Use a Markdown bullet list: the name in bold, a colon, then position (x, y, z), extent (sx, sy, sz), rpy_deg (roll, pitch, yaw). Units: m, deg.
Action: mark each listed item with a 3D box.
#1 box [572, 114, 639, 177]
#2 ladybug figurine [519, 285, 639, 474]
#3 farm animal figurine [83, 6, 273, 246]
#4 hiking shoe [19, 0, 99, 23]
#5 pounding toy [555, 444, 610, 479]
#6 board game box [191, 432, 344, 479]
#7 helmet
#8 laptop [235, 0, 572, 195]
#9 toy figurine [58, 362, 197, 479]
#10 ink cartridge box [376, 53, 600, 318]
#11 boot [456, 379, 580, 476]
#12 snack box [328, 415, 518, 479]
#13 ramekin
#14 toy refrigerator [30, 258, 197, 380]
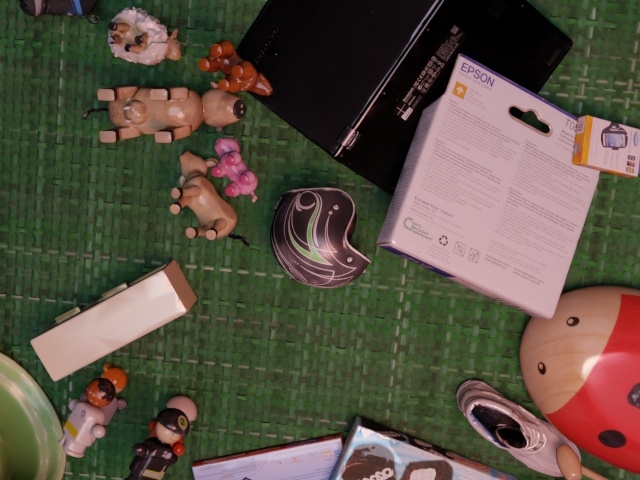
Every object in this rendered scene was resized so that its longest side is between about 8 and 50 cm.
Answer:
- **box**: position (0.483, -0.154, 1.567), extent (0.136, 0.028, 0.081), rpy_deg (11, 85, -26)
- **ladybug figurine**: position (0.554, 0.255, 1.596), extent (0.449, 0.162, 0.305), rpy_deg (26, 100, -2)
- **farm animal figurine**: position (-0.219, -0.188, 1.567), extent (0.326, 0.172, 0.331), rpy_deg (20, 109, 12)
- **hiking shoe**: position (-0.427, -0.516, 1.558), extent (0.132, 0.113, 0.304), rpy_deg (2, 95, -28)
- **pounding toy**: position (0.443, 0.492, 1.614), extent (0.154, 0.154, 0.270), rpy_deg (-9, 126, 5)
- **board game box**: position (-0.083, 0.450, 1.732), extent (0.281, 0.027, 0.145), rpy_deg (-12, 98, 5)
- **helmet**: position (0.000, 0.000, 1.582), extent (0.169, 0.169, 0.162), rpy_deg (1, 84, 3)
- **laptop**: position (0.129, -0.308, 1.593), extent (0.407, 0.236, 0.382), rpy_deg (29, 102, -31)
- **toy figurine**: position (-0.327, 0.313, 1.631), extent (0.209, 0.213, 0.148), rpy_deg (29, 91, 0)
- **ink cartridge box**: position (0.287, -0.082, 1.533), extent (0.324, 0.071, 0.330), rpy_deg (25, 78, -20)
- **boot**: position (0.349, 0.346, 1.642), extent (0.258, 0.123, 0.095), rpy_deg (32, 100, -3)
- **snack box**: position (0.177, 0.460, 1.689), extent (0.321, 0.060, 0.187), rpy_deg (22, 98, -6)
- **ramekin**: position (-0.596, 0.342, 1.610), extent (0.148, 0.303, 0.303), rpy_deg (-34, 97, 15)
- **toy refrigerator**: position (-0.362, 0.135, 1.654), extent (0.269, 0.102, 0.094), rpy_deg (-28, 97, 8)
